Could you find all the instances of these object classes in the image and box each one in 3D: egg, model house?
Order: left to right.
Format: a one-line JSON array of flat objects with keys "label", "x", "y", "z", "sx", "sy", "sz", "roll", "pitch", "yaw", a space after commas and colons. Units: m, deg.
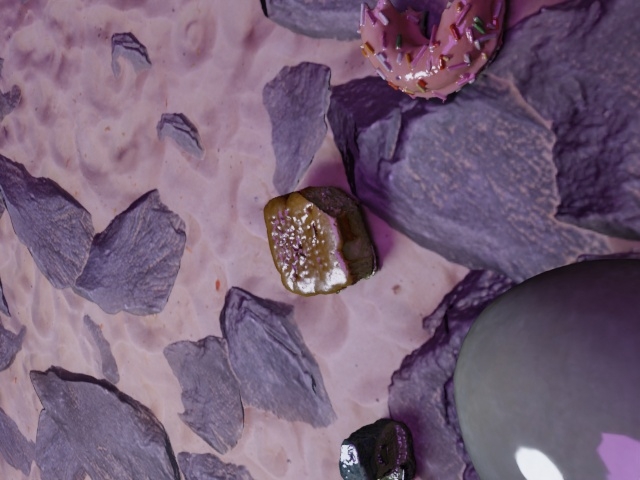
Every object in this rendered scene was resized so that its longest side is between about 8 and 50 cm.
[{"label": "model house", "x": 0.065, "y": 0.265, "z": 0.799, "sx": 0.066, "sy": 0.083, "sz": 0.078, "roll": 1, "pitch": 97, "yaw": 41}, {"label": "egg", "x": 0.262, "y": 0.151, "z": 0.483, "sx": 0.352, "sy": 0.259, "sz": 0.258, "roll": 35, "pitch": 119, "yaw": 34}]

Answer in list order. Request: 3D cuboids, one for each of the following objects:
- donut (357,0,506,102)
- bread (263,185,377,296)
[{"label": "donut", "x": 0.111, "y": -0.201, "z": 0.687, "sx": 0.166, "sy": 0.065, "sz": 0.116, "roll": -6, "pitch": 93, "yaw": 44}, {"label": "bread", "x": 0.000, "y": 0.000, "z": 0.821, "sx": 0.128, "sy": 0.069, "sz": 0.140, "roll": -19, "pitch": 86, "yaw": 42}]
